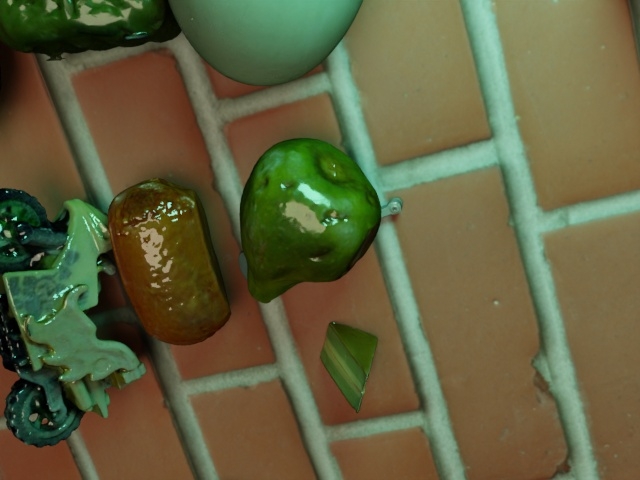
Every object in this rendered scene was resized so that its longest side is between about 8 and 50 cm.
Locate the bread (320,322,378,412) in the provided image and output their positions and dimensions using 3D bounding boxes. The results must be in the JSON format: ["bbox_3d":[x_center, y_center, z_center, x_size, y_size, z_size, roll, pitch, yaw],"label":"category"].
[{"bbox_3d":[0.036,0.194,1.276,0.084,0.139,0.074,16,111,4],"label":"bread"}]

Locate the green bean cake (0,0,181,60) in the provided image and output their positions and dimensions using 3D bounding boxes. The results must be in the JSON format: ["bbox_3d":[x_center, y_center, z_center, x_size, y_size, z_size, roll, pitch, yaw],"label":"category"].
[{"bbox_3d":[-0.323,-0.381,1.113,0.250,0.156,0.246,-4,97,7],"label":"green bean cake"}]

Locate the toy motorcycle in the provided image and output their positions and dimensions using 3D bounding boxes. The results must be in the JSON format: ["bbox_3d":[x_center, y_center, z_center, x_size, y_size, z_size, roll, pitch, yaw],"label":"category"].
[{"bbox_3d":[-0.406,0.109,1.282,0.169,0.237,0.410,12,114,47],"label":"toy motorcycle"}]

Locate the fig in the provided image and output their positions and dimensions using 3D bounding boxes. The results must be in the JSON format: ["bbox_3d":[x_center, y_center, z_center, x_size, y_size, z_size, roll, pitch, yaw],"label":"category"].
[{"bbox_3d":[-0.046,-0.006,1.203,0.206,0.206,0.275,37,123,-4],"label":"fig"}]

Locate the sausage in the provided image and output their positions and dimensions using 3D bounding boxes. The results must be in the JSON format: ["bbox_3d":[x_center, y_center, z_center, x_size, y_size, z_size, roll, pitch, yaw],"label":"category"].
[{"bbox_3d":[-0.229,0.037,1.262,0.141,0.153,0.268,-16,108,0],"label":"sausage"}]

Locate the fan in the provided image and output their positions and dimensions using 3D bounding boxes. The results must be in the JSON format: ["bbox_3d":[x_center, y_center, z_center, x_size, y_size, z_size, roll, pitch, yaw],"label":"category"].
[{"bbox_3d":[0.000,0.000,1.281,0.282,0.023,0.057,-21,98,17],"label":"fan"}]

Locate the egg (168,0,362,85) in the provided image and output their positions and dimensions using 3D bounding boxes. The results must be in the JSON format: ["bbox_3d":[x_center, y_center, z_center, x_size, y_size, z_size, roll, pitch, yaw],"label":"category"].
[{"bbox_3d":[-0.065,-0.386,1.025,0.276,0.276,0.388,9,113,7],"label":"egg"}]
